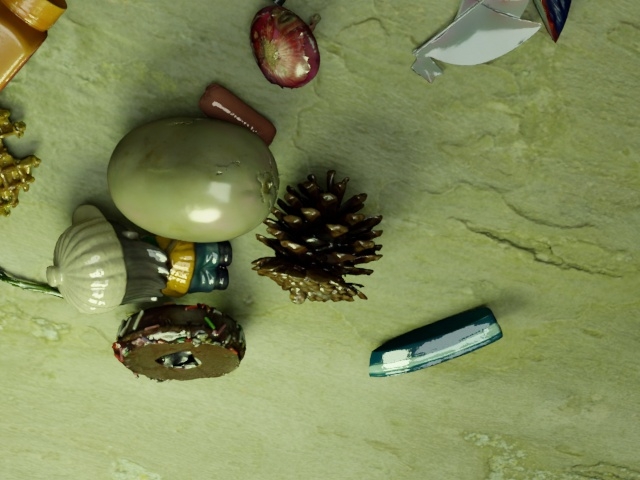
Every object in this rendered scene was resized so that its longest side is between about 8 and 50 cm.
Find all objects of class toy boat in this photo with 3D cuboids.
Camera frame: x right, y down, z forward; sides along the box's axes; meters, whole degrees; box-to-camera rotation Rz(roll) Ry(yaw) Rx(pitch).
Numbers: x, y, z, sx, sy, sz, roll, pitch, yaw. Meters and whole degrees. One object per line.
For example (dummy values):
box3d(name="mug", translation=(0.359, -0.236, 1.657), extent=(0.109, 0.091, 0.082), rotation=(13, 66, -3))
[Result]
box3d(name="toy boat", translation=(0.237, 0.221, 1.782), extent=(0.299, 0.096, 0.061), rotation=(-21, 106, 7))
box3d(name="toy boat", translation=(0.324, -0.392, 1.501), extent=(0.219, 0.072, 0.318), rotation=(25, 114, -14))

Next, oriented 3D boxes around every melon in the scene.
box3d(name="melon", translation=(-0.221, -0.109, 1.477), extent=(0.317, 0.223, 0.223), rotation=(4, 119, 21))

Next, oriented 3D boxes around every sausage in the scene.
box3d(name="sausage", translation=(-0.152, -0.225, 1.531), extent=(0.154, 0.062, 0.062), rotation=(36, 108, -21))

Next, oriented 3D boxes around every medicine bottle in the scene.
box3d(name="medicine bottle", translation=(-0.529, -0.338, 1.383), extent=(0.112, 0.149, 0.222), rotation=(40, 106, -23))

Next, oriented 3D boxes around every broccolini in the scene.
box3d(name="broccolini", translation=(-0.592, 0.089, 1.652), extent=(0.218, 0.042, 0.044), rotation=(25, 112, -19))

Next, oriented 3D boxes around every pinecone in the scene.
box3d(name="pinecone", translation=(0.006, -0.001, 1.564), extent=(0.264, 0.264, 0.264), rotation=(-3, 117, -5))

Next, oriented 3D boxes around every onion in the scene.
box3d(name="onion", translation=(-0.042, -0.349, 1.462), extent=(0.140, 0.150, 0.150), rotation=(-37, 122, -31))

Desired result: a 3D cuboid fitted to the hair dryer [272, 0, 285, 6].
box3d(name="hair dryer", translation=(-0.088, -0.450, 1.450), extent=(0.083, 0.026, 0.047), rotation=(37, 105, -14))

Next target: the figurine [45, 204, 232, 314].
box3d(name="figurine", translation=(-0.334, 0.047, 1.567), extent=(0.332, 0.204, 0.185), rotation=(6, 113, -10))

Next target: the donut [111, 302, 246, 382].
box3d(name="donut", translation=(-0.278, 0.202, 1.654), extent=(0.270, 0.103, 0.269), rotation=(-4, 152, -2))

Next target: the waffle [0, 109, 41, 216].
box3d(name="waffle", translation=(-0.635, -0.151, 1.521), extent=(0.229, 0.051, 0.231), rotation=(28, 111, -19))
